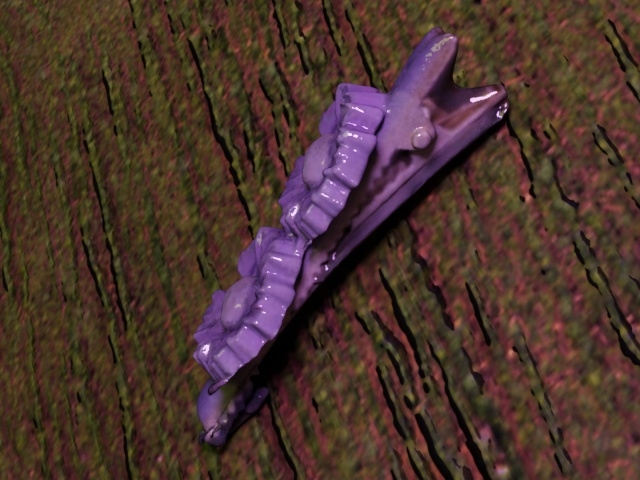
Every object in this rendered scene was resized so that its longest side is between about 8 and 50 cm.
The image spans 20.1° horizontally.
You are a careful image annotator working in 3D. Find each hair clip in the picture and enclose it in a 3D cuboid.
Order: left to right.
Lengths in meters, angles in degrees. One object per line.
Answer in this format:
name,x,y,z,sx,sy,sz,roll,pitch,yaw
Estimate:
hair clip,0.000,0.000,1.059,0.292,0.084,0.106,-54,17,13
